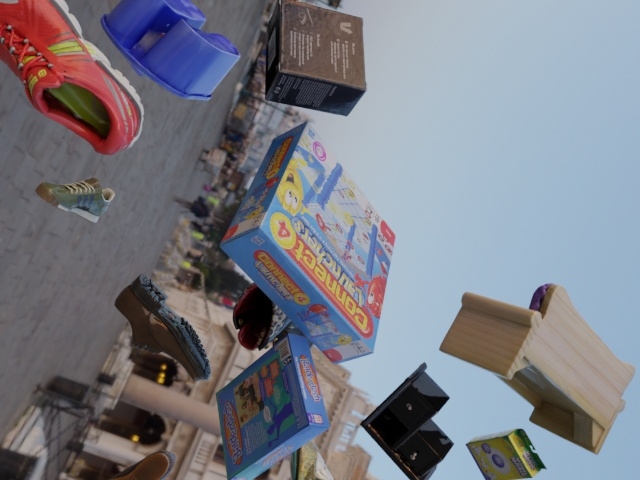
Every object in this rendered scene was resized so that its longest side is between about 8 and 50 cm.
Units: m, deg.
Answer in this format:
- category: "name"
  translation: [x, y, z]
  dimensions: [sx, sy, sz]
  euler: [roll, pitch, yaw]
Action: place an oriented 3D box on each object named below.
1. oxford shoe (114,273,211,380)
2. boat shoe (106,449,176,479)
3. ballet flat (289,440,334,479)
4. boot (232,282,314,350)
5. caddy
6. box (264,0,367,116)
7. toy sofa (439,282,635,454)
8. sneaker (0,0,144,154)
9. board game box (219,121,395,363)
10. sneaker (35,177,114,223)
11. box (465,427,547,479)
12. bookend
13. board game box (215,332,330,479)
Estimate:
- category: "oxford shoe"
  translation: [-0.290, 0.178, 1.104]
  dimensions: [0.096, 0.227, 0.083]
  euler: [-39, 180, 3]
- category: "boat shoe"
  translation: [-0.405, 0.525, 1.290]
  dimensions: [0.207, 0.073, 0.073]
  euler: [-30, 170, -4]
- category: "ballet flat"
  translation: [-0.023, 0.589, 1.375]
  dimensions: [0.348, 0.123, 0.123]
  euler: [-88, -156, -52]
- category: "boot"
  translation: [-0.103, 0.204, 1.528]
  dimensions: [0.284, 0.138, 0.377]
  euler: [-24, 144, -53]
- category: "caddy"
  translation: [-0.332, -0.424, 1.321]
  dimensions: [0.179, 0.241, 0.341]
  euler: [-45, -179, 15]
- category: "box"
  translation: [-0.010, -0.315, 1.041]
  dimensions: [0.093, 0.158, 0.155]
  euler: [134, -41, -61]
- category: "toy sofa"
  translation: [0.391, 0.213, 1.057]
  dimensions: [0.150, 0.363, 0.177]
  euler: [15, -110, 55]
- category: "sneaker"
  translation: [-0.329, -0.216, 0.720]
  dimensions: [0.107, 0.279, 0.118]
  euler: [-37, -152, 21]
- category: "board game box"
  translation: [0.000, 0.000, 1.046]
  dimensions: [0.086, 0.308, 0.301]
  euler: [-23, -148, 32]
- category: "sneaker"
  translation: [-0.495, -0.100, 1.233]
  dimensions: [0.086, 0.064, 0.192]
  euler: [-48, 163, -1]
- category: "box"
  translation: [0.426, 0.496, 1.377]
  dimensions: [0.043, 0.105, 0.179]
  euler: [-22, 167, -36]
- category: "bookend"
  translation: [0.180, 0.331, 1.069]
  dimensions: [0.072, 0.157, 0.156]
  euler: [-23, 155, -54]
- category: "board game box"
  translation: [-0.086, 0.275, 0.976]
  dimensions: [0.210, 0.047, 0.160]
  euler: [-42, -134, 29]
